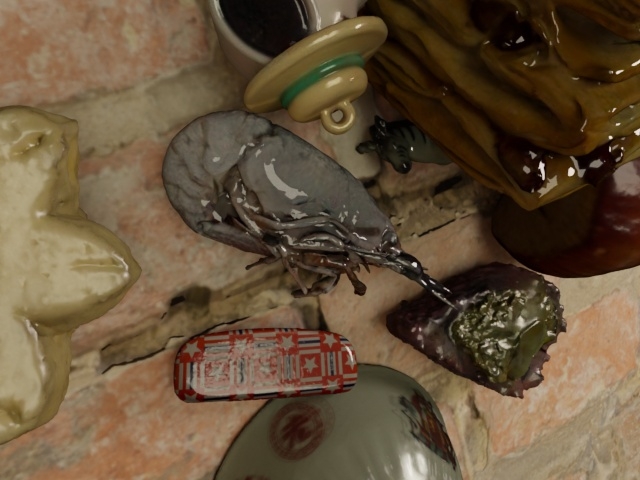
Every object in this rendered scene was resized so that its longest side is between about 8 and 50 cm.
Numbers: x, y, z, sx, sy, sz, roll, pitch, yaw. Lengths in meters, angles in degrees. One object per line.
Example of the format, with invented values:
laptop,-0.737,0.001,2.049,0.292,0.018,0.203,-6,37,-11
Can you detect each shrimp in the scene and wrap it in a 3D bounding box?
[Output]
shrimp,0.004,-0.004,0.457,0.343,0.116,0.145,29,85,-16

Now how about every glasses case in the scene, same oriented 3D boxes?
glasses case,-0.055,0.131,0.481,0.194,0.049,0.073,4,73,-20

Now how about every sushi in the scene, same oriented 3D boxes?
sushi,0.207,0.095,0.563,0.241,0.107,0.161,31,80,-23

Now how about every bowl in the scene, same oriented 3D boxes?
bowl,0.055,0.324,0.497,0.337,0.157,0.337,-3,98,-24

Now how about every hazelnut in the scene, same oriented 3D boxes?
hazelnut,0.331,-0.044,0.550,0.181,0.212,0.181,-21,74,-32

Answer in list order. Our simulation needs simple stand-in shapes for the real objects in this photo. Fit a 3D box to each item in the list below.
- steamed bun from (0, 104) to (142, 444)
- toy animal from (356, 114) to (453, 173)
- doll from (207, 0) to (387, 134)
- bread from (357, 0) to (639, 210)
steamed bun,-0.287,0.017,0.328,0.292,0.137,0.295,-8,91,-18
toy animal,0.160,-0.148,0.532,0.176,0.073,0.217,29,80,-8
doll,-0.070,-0.224,0.380,0.271,0.144,0.208,18,87,-5
bread,0.230,-0.242,0.421,0.370,0.191,0.314,-36,64,-14
